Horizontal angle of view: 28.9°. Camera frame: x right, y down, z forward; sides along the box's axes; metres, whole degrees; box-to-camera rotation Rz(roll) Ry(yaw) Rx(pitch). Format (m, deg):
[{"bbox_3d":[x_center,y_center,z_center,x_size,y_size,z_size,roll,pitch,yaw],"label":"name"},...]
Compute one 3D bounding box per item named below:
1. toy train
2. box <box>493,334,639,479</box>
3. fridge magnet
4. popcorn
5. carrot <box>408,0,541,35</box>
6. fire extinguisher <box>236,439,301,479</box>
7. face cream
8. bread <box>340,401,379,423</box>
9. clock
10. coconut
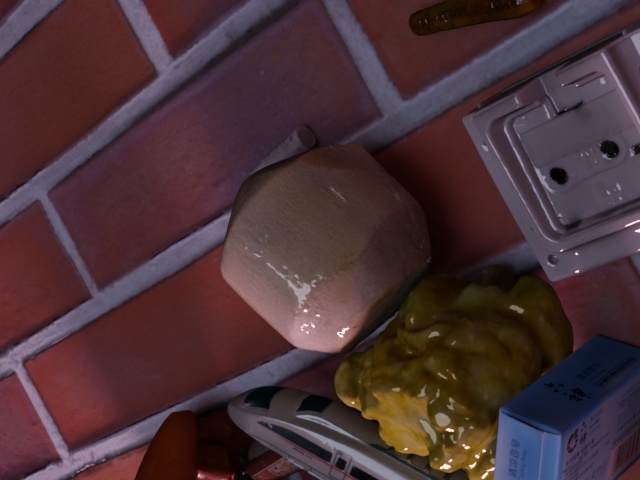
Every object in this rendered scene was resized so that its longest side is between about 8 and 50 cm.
[{"bbox_3d":[0.059,0.283,1.627,0.407,0.086,0.088,27,124,15],"label":"toy train"},{"bbox_3d":[0.287,0.218,1.400,0.083,0.232,0.142,20,120,35],"label":"box"},{"bbox_3d":[-0.218,0.438,1.866,0.155,0.363,0.363,11,124,-10],"label":"fridge magnet"},{"bbox_3d":[0.157,0.150,1.486,0.250,0.242,0.234,7,122,51],"label":"popcorn"},{"bbox_3d":[0.172,-0.261,1.417,0.171,0.042,0.042,-7,104,41],"label":"carrot"},{"bbox_3d":[-0.059,0.330,1.824,0.252,0.075,0.106,-37,65,41],"label":"fire extinguisher"},{"bbox_3d":[-0.058,-0.107,1.672,0.130,0.034,0.034,-37,84,41],"label":"face cream"},{"bbox_3d":[0.101,0.270,1.689,0.193,0.064,0.193,14,118,27],"label":"bread"},{"bbox_3d":[0.301,-0.089,1.339,0.262,0.116,0.231,-24,93,43],"label":"clock"},{"bbox_3d":[0.000,0.000,1.539,0.247,0.245,0.245,46,130,16],"label":"coconut"}]
